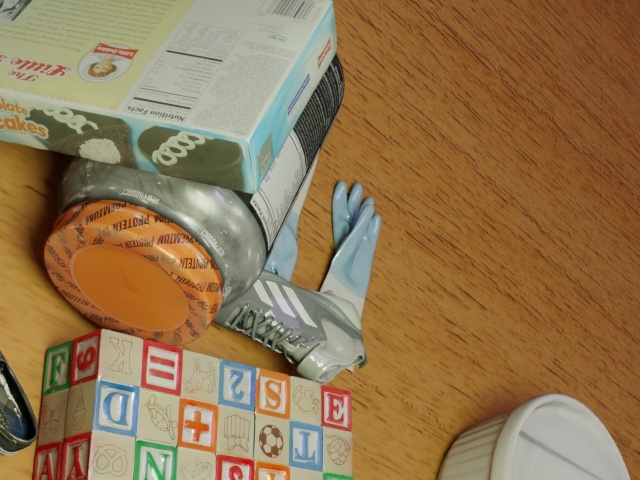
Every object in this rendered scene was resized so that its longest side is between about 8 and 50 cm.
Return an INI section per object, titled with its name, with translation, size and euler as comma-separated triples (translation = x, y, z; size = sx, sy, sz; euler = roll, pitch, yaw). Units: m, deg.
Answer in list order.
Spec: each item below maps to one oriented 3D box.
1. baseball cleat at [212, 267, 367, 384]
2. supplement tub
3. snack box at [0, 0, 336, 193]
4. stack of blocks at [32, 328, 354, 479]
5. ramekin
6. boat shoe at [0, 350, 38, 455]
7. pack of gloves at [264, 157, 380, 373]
[baseball cleat]
translation = -0.037, 0.084, 1.063
size = 0.205, 0.072, 0.109
euler = 11, 43, -30
[supplement tub]
translation = -0.111, -0.072, 0.988
size = 0.193, 0.193, 0.316
euler = 46, 47, -24
[snack box]
translation = -0.168, -0.148, 0.891
size = 0.060, 0.321, 0.187
euler = 86, 23, -46
[stack of blocks]
translation = -0.102, 0.199, 0.967
size = 0.297, 0.087, 0.171
euler = 20, 61, -41
[ramekin]
translation = 0.247, 0.321, 1.258
size = 0.272, 0.127, 0.273
euler = 19, 62, -40
[boat shoe]
translation = -0.267, 0.105, 0.866
size = 0.049, 0.040, 0.142
euler = -35, 100, -48
[pack of gloves]
translation = 0.000, 0.000, 1.188
size = 0.195, 0.046, 0.232
euler = 35, 51, -33
